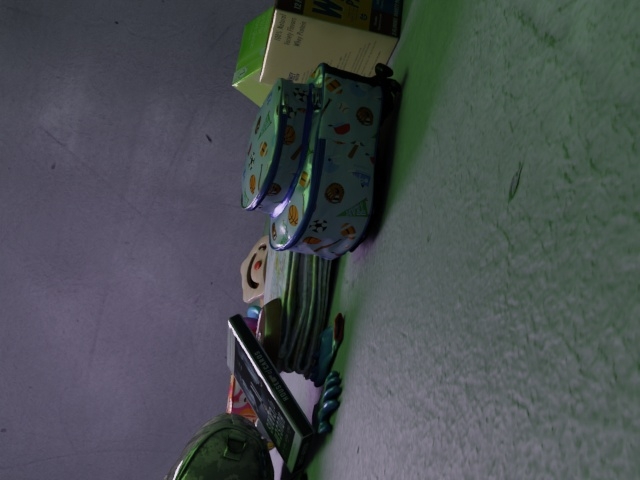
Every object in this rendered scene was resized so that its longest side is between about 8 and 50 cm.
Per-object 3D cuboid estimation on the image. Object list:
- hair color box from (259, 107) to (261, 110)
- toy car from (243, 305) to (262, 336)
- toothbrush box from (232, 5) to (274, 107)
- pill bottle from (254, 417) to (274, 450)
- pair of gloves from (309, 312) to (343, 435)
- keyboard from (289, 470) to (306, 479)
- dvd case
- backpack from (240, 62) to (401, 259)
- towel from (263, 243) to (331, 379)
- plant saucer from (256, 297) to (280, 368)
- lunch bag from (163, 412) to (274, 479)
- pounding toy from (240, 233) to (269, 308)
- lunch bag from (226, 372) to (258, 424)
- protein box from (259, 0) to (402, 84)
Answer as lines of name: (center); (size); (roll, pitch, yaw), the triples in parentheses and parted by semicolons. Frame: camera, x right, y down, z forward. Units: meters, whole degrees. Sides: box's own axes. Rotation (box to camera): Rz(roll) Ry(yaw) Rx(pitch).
hair color box: (-0.081, -0.348, 1.894); (0.347, 0.174, 0.105); (115, 163, -59)
toy car: (-0.146, 0.234, 1.695); (0.159, 0.136, 0.182); (110, 168, -49)
toothbrush box: (-0.054, -0.455, 1.585); (0.283, 0.122, 0.206); (-18, 52, 37)
pill bottle: (-0.119, 0.427, 1.514); (0.116, 0.065, 0.065); (112, 166, -54)
pair of gloves: (0.006, 0.221, 1.102); (0.159, 0.023, 0.198); (112, 167, -52)
keyboard: (-0.078, 0.536, 1.224); (0.317, 0.033, 0.201); (114, 165, -59)
dvd case: (-0.092, 0.262, 1.168); (0.238, 0.030, 0.179); (54, 154, 26)
backpack: (-0.007, -0.107, 1.051); (0.276, 0.213, 0.263); (128, 141, -66)
towel: (-0.054, 0.088, 1.389); (0.374, 0.090, 0.320); (-168, 85, -79)
plant saucer: (-0.100, 0.189, 1.266); (0.168, 0.029, 0.168); (-175, 90, -80)
lunch bag: (-0.191, 0.463, 1.303); (0.305, 0.213, 0.256); (135, 152, -78)
pounding toy: (-0.128, 0.090, 1.997); (0.154, 0.155, 0.269); (-42, 36, 25)
lunch bag: (-0.194, 0.377, 1.883); (0.258, 0.120, 0.293); (119, 160, -66)
protein box: (0.015, -0.361, 1.184); (0.200, 0.201, 0.136); (119, 160, -65)
